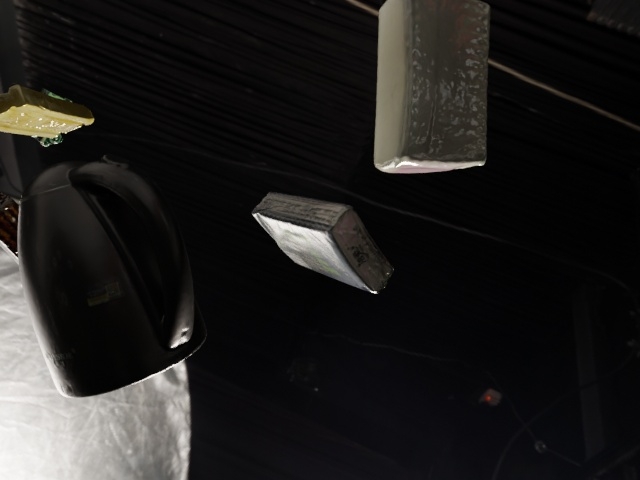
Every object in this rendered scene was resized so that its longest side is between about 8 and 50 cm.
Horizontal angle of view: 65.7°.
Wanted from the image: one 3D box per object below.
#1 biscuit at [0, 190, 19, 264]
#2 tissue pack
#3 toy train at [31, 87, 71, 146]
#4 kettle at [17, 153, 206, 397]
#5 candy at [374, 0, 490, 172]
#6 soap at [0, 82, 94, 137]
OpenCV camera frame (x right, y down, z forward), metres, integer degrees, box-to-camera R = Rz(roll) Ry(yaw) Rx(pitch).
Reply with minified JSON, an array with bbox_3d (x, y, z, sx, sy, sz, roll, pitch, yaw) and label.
[{"bbox_3d":[-0.608,0.051,1.091,0.073,0.107,0.388,-48,144,-26],"label":"biscuit"},{"bbox_3d":[0.000,0.000,1.501,0.394,0.288,0.124,17,-117,50],"label":"tissue pack"},{"bbox_3d":[-1.018,-0.456,1.858,0.132,0.083,0.200,27,90,-56],"label":"toy train"},{"bbox_3d":[-0.271,0.030,0.659,0.207,0.268,0.291,-30,108,-55],"label":"kettle"},{"bbox_3d":[0.220,-0.315,1.011,0.145,0.207,0.359,180,-89,-66],"label":"candy"},{"bbox_3d":[-0.477,-0.212,0.838,0.252,0.092,0.037,-108,178,-82],"label":"soap"}]
